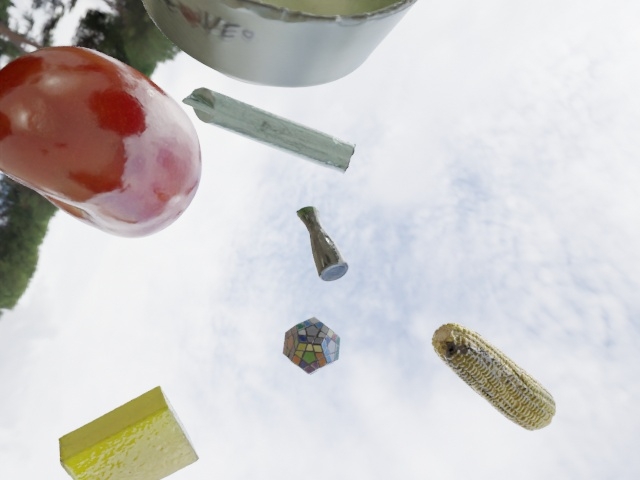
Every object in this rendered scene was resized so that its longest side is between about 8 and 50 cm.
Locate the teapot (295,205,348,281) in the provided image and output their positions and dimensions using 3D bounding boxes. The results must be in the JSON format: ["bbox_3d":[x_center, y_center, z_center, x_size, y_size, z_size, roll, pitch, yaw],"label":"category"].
[{"bbox_3d":[0.000,0.000,0.827,0.043,0.043,0.111,-43,-128,28],"label":"teapot"}]

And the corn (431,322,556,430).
[{"bbox_3d":[0.233,0.183,0.818,0.072,0.203,0.072,-47,-166,16],"label":"corn"}]

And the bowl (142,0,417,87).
[{"bbox_3d":[-0.036,-0.188,0.431,0.112,0.211,0.211,118,-32,-57],"label":"bowl"}]

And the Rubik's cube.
[{"bbox_3d":[-0.017,0.198,1.148,0.093,0.111,0.111,91,-23,-45],"label":"Rubik's cube"}]

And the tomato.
[{"bbox_3d":[-0.197,-0.088,0.549,0.195,0.195,0.136,14,-108,48],"label":"tomato"}]

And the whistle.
[{"bbox_3d":[-0.091,-0.197,1.087,0.062,0.312,0.062,-160,-90,-84],"label":"whistle"}]

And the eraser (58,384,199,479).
[{"bbox_3d":[-0.212,0.233,0.685,0.122,0.097,0.045,-25,-145,-13],"label":"eraser"}]
